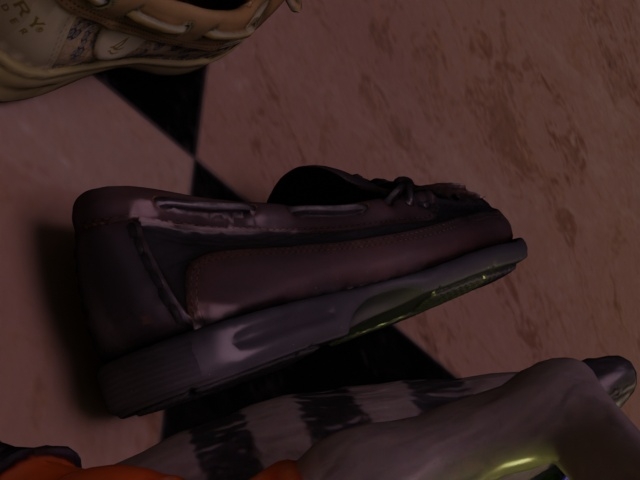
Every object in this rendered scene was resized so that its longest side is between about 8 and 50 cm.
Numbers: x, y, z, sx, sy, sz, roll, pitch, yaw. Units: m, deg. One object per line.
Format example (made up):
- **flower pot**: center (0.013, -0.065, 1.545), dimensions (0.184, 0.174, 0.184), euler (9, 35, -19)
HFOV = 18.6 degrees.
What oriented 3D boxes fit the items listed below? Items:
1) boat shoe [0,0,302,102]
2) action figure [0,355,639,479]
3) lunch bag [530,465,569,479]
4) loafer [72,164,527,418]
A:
- **boat shoe**: center (-0.063, -0.127, 0.864), dimensions (0.104, 0.089, 0.285), euler (66, 30, -8)
- **action figure**: center (-0.086, 0.115, 0.516), dimensions (0.341, 0.330, 0.178), euler (82, 13, -62)
- **lunch bag**: center (0.100, 0.158, 0.969), dimensions (0.129, 0.096, 0.151), euler (62, 2, -16)
- **loafer**: center (0.000, 0.000, 0.887), dimensions (0.302, 0.109, 0.095), euler (-17, 84, -57)
